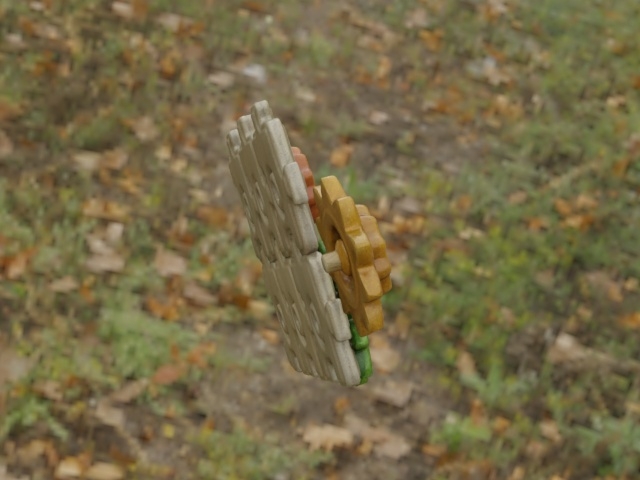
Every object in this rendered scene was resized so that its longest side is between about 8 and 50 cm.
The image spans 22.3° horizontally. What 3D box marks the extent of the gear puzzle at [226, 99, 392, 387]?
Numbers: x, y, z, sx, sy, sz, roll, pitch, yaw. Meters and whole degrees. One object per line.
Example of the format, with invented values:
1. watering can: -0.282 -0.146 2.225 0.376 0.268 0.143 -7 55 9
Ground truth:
1. gear puzzle: 0.000 0.000 0.971 0.044 0.175 0.339 -17 0 -9
